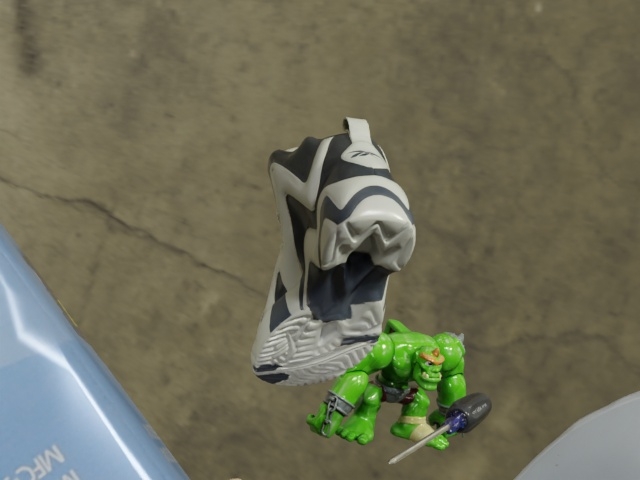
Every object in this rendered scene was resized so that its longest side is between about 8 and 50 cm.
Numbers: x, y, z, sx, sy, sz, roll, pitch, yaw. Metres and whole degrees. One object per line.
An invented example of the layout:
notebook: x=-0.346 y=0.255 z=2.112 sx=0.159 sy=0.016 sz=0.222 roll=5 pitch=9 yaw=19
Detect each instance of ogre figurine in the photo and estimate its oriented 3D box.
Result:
ogre figurine: x=0.080 y=0.149 z=1.676 sx=0.197 sy=0.097 sz=0.118 roll=9 pitch=101 yaw=-17

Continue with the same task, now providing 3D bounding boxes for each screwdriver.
screwdriver: x=0.080 y=0.133 z=1.104 sx=0.170 sy=0.024 sz=0.025 roll=-26 pitch=121 yaw=-61

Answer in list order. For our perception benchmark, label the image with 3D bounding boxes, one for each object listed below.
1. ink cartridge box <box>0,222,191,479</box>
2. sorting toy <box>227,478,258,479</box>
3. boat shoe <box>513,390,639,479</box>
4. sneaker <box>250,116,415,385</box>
ink cartridge box: x=-0.150 y=0.148 z=0.477 sx=0.270 sy=0.151 sz=0.395 roll=-36 pitch=85 yaw=-11
sorting toy: x=-0.171 y=0.287 z=1.592 sx=0.257 sy=0.255 sz=0.089 roll=8 pitch=72 yaw=-46
boat shoe: x=0.124 y=0.162 z=0.800 sx=0.258 sy=0.095 sz=0.084 roll=-38 pitch=147 yaw=19
sneaker: x=0.000 y=0.000 z=1.291 sx=0.094 sy=0.153 sz=0.235 roll=4 pitch=139 yaw=-13
